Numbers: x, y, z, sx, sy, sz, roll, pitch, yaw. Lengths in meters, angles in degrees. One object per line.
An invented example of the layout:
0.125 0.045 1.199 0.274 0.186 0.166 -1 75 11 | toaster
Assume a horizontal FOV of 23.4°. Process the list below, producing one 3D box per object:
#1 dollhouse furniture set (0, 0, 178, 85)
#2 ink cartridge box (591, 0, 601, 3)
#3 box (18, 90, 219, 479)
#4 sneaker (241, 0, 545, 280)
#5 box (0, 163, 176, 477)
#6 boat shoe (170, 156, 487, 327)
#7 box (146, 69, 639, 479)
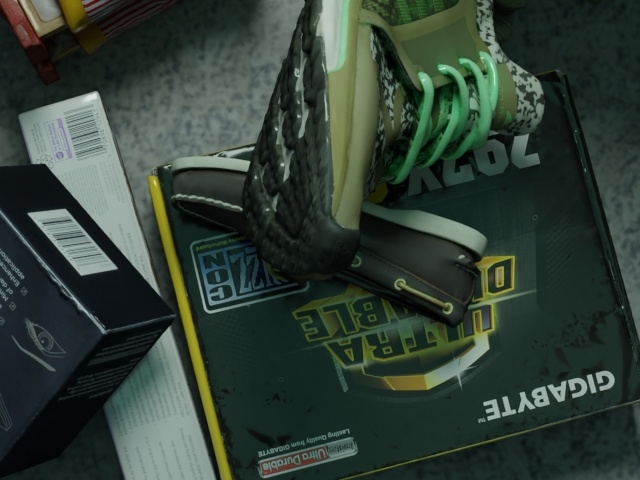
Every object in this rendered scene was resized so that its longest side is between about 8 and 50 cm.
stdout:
-0.212 -0.322 1.127 0.201 0.152 0.374 -31 87 -6 | dollhouse furniture set
0.163 -0.294 1.048 0.207 0.353 0.119 26 85 -1 | ink cartridge box
-0.146 0.053 1.139 0.067 0.063 0.324 -18 86 -4 | box
0.068 -0.110 1.027 0.182 0.158 0.410 19 38 -3 | sneaker
-0.213 0.055 1.073 0.156 0.093 0.158 48 113 16 | box
0.000 0.000 1.069 0.228 0.081 0.068 16 79 -4 | boat shoe
0.057 0.036 1.149 0.322 0.079 0.257 -13 83 -5 | box
